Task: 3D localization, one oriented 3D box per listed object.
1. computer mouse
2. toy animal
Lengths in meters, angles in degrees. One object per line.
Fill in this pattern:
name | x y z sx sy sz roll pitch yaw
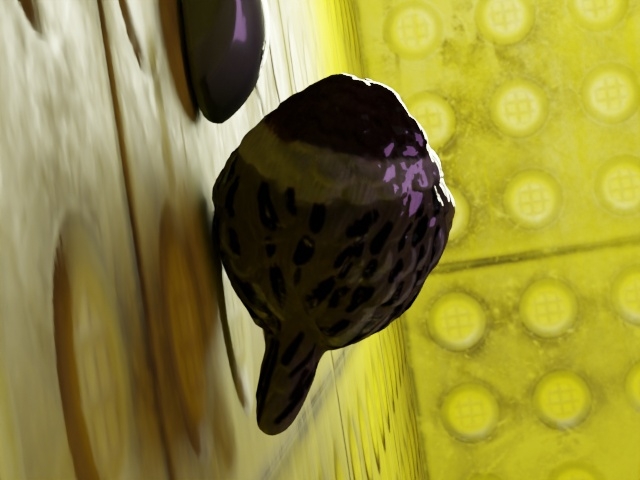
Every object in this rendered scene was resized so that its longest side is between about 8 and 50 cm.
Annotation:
computer mouse | -0.038 -0.102 0.716 0.056 0.032 0.110 56 26 -82
toy animal | 0.000 0.000 0.693 0.098 0.098 0.137 75 30 -58
